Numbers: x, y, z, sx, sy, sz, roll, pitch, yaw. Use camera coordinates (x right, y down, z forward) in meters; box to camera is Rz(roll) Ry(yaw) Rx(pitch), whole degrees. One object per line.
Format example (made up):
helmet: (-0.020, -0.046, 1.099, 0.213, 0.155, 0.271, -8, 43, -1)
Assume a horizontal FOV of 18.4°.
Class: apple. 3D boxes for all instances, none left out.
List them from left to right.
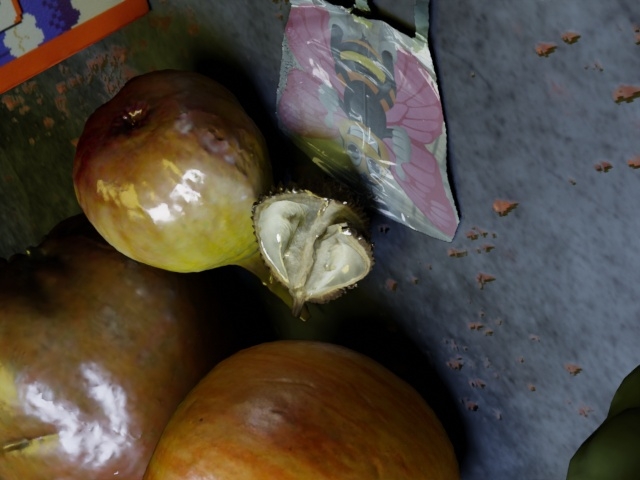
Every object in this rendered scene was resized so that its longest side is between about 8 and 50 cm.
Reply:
apple: (-0.017, 0.221, 1.610, 0.233, 0.286, 0.286, 26, 140, 15)

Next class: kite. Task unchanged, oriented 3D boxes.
kite: (0.027, -0.156, 1.445, 0.204, 0.022, 0.360, 33, 143, 33)

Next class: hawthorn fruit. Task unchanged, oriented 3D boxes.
hawthorn fruit: (-0.190, 0.130, 1.782, 0.268, 0.268, 0.301, -7, 119, 56)

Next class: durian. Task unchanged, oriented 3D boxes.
durian: (0.003, 0.001, 1.573, 0.110, 0.071, 0.140, 32, 135, 21)

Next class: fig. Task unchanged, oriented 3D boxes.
fig: (-0.085, -0.022, 1.637, 0.159, 0.159, 0.257, 5, 142, 53)

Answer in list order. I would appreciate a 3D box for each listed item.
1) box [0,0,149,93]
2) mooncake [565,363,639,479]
box: (-0.383, -0.282, 1.673, 0.349, 0.257, 0.318, 10, 127, 50)
mooncake: (0.300, 0.191, 1.063, 0.356, 0.356, 0.194, 30, 140, 37)
